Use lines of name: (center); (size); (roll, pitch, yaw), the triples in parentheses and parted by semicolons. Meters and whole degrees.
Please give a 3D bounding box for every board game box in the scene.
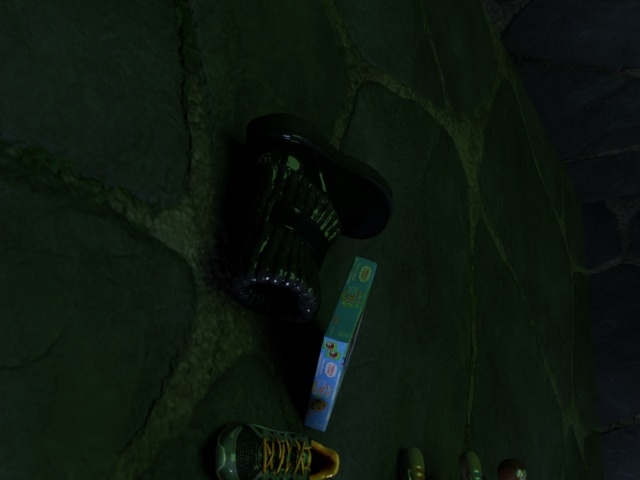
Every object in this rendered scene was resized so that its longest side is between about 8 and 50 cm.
board game box: (0.028, 0.152, 1.056); (0.160, 0.039, 0.212); (-66, 171, -45)

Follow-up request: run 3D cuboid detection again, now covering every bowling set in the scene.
bowling set: (0.283, 0.480, 1.323); (0.287, 0.199, 0.154); (52, 21, -34)

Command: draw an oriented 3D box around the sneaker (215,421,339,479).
sneaker: (-0.055, 0.277, 0.937); (0.215, 0.083, 0.084); (25, 61, -54)

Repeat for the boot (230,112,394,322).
boot: (-0.004, 0.001, 1.071); (0.348, 0.131, 0.260); (28, 54, -48)
